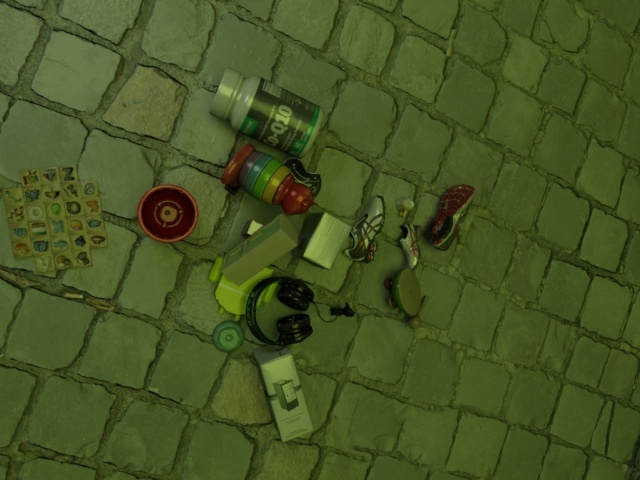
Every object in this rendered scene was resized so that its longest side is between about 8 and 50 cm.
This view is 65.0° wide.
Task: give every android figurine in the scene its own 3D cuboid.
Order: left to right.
[{"bbox_3d":[-0.281,0.153,1.825,0.248,0.056,0.272,23,84,-17],"label":"android figurine"}]

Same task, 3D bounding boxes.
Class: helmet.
[{"bbox_3d":[-0.085,-0.202,1.819,0.161,0.169,0.169,44,79,3],"label":"helmet"}]

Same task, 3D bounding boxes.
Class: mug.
[{"bbox_3d":[0.342,-0.135,2.000,0.062,0.064,0.078,-14,96,-17],"label":"mug"}]

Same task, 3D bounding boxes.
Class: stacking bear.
[{"bbox_3d":[-0.157,-0.185,1.683,0.289,0.175,0.164,32,94,4],"label":"stacking bear"}]

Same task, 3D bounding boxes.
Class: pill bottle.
[{"bbox_3d":[-0.189,-0.446,1.756,0.361,0.204,0.204,22,86,-16],"label":"pill bottle"}]

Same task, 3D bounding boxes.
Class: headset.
[{"bbox_3d":[-0.073,0.257,1.815,0.394,0.185,0.243,8,82,-38],"label":"headset"}]

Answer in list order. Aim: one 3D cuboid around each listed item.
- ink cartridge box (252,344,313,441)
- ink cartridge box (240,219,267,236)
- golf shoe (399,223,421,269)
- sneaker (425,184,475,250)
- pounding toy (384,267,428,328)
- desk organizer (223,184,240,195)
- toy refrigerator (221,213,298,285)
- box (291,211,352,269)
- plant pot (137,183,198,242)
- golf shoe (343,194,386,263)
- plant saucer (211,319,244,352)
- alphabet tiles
[{"bbox_3d":[-0.139,0.530,1.803,0.122,0.211,0.289,-17,96,-14],"label":"ink cartridge box"},{"bbox_3d":[-0.220,-0.029,1.797,0.099,0.135,0.056,23,82,-17],"label":"ink cartridge box"},{"bbox_3d":[0.352,0.025,2.003,0.086,0.067,0.186,7,72,-11],"label":"golf shoe"},{"bbox_3d":[0.533,-0.099,2.046,0.299,0.121,0.112,-56,134,-9],"label":"sneaker"},{"bbox_3d":[0.320,0.223,1.986,0.237,0.110,0.183,54,42,-32],"label":"pounding toy"},{"bbox_3d":[-0.291,-0.228,1.812,0.047,0.050,0.130,37,82,-15],"label":"desk organizer"},{"bbox_3d":[-0.207,0.031,1.692,0.269,0.102,0.094,-34,119,20],"label":"toy refrigerator"},{"bbox_3d":[0.000,0.000,1.840,0.119,0.181,0.181,29,83,-16],"label":"box"},{"bbox_3d":[-0.510,-0.088,1.685,0.191,0.174,0.191,0,91,-17],"label":"plant pot"},{"bbox_3d":[0.176,-0.050,1.936,0.120,0.105,0.272,15,87,-10],"label":"golf shoe"},{"bbox_3d":[-0.335,0.352,1.834,0.119,0.021,0.119,-1,93,-17],"label":"plant saucer"},{"bbox_3d":[-0.872,-0.072,1.662,0.285,0.011,0.342,-9,94,-17],"label":"alphabet tiles"}]
